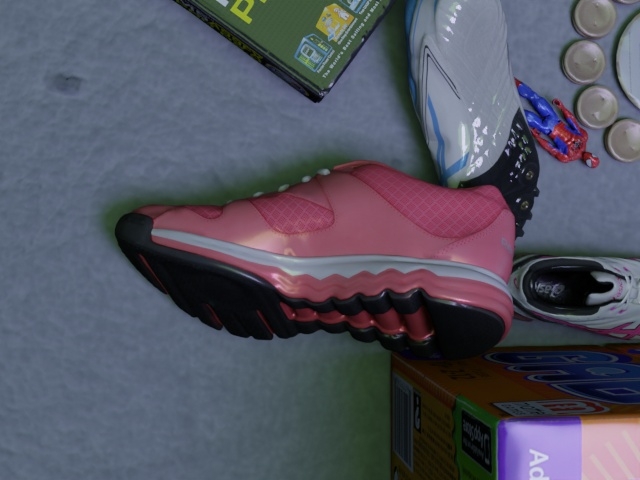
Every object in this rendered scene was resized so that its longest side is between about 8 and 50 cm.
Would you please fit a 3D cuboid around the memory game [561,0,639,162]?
[{"bbox_3d":[0.290,-0.149,1.042,0.186,0.012,0.186,0,90,-6],"label":"memory game"}]

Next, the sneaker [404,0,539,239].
[{"bbox_3d":[0.115,-0.094,0.995,0.085,0.086,0.237,-16,110,-18],"label":"sneaker"}]

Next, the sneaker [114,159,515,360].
[{"bbox_3d":[0.000,0.000,0.961,0.314,0.116,0.136,8,60,17],"label":"sneaker"}]

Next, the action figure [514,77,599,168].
[{"bbox_3d":[0.183,-0.098,1.026,0.115,0.030,0.038,40,82,-7],"label":"action figure"}]

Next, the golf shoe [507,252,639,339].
[{"bbox_3d":[0.234,0.046,1.004,0.186,0.086,0.067,3,89,-7],"label":"golf shoe"}]

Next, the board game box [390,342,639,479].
[{"bbox_3d":[0.251,0.266,0.872,0.356,0.356,0.356,0,91,-6],"label":"board game box"}]

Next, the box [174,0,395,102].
[{"bbox_3d":[-0.009,-0.277,0.987,0.216,0.060,0.270,36,87,-5],"label":"box"}]
